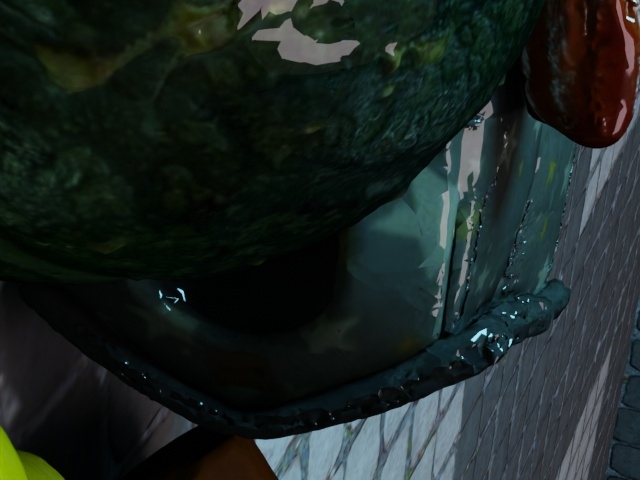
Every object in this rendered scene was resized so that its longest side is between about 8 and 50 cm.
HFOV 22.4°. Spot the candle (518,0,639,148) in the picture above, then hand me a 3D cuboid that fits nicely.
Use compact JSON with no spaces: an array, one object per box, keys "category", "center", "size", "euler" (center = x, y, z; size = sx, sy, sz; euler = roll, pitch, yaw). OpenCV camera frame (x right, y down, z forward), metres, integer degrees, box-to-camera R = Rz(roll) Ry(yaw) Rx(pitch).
[{"category":"candle","center":[0.075,-0.187,0.495],"size":[0.051,0.048,0.329],"euler":[-118,-159,-66]}]

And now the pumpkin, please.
[{"category":"pumpkin","center":[-0.030,-0.129,0.406],"size":[0.263,0.197,0.293],"euler":[-32,132,-63]}]

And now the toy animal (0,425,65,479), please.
[{"category":"toy animal","center":[-0.122,0.082,0.375],"size":[0.230,0.156,0.156],"euler":[80,30,-53]}]

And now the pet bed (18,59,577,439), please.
[{"category":"pet bed","center":[0.000,0.000,0.640],"size":[0.211,0.183,0.159],"euler":[-16,111,-72]}]

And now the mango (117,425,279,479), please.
[{"category":"mango","center":[-0.050,0.176,0.686],"size":[0.136,0.166,0.236],"euler":[-31,-179,-3]}]
